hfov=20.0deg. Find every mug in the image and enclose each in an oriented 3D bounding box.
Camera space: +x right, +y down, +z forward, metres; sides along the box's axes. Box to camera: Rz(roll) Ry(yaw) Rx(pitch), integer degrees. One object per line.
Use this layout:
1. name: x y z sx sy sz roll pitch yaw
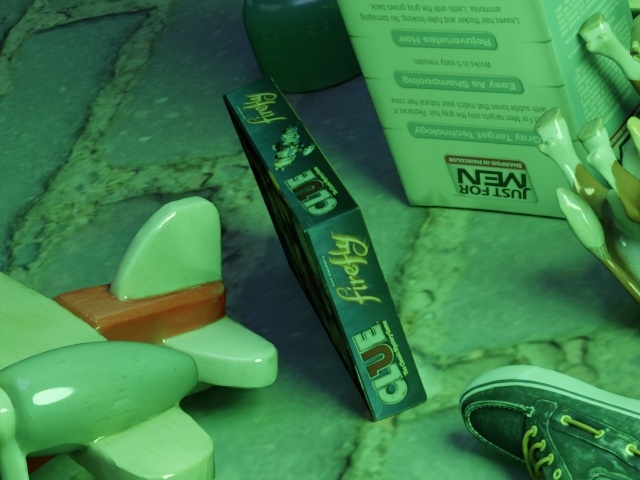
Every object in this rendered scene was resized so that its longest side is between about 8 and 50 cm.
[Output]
1. mug: -0.017 -0.218 1.739 0.129 0.097 0.157 -38 35 -27

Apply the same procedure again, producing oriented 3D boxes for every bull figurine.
1. bull figurine: 0.258 -0.078 1.281 0.101 0.188 0.310 -32 24 42

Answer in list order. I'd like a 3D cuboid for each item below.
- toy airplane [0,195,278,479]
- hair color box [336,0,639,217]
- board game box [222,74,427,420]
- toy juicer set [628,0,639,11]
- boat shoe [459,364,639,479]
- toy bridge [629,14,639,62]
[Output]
1. toy airplane: -0.225 0.067 1.234 0.386 0.272 0.384 -10 31 18
2. hair color box: 0.113 -0.199 1.353 0.185 0.374 0.113 7 40 39
3. board game box: 0.000 0.000 1.312 0.042 0.165 0.243 -23 30 -5
4. toy juicer set: 0.436 -0.275 1.585 0.209 0.089 0.329 25 68 30
5. boat shoe: 0.147 0.131 1.108 0.183 0.065 0.083 9 40 39
6. toy bridge: 0.282 -0.093 1.218 0.026 0.188 0.063 -37 37 50
